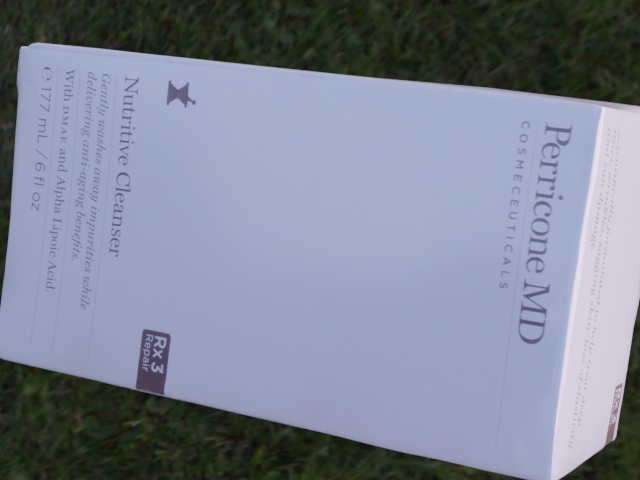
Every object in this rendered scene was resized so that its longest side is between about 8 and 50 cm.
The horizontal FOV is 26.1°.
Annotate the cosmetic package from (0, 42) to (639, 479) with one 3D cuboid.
[{"bbox_3d":[0.000,0.000,0.868,0.156,0.385,0.217,-4,100,-62],"label":"cosmetic package"}]
